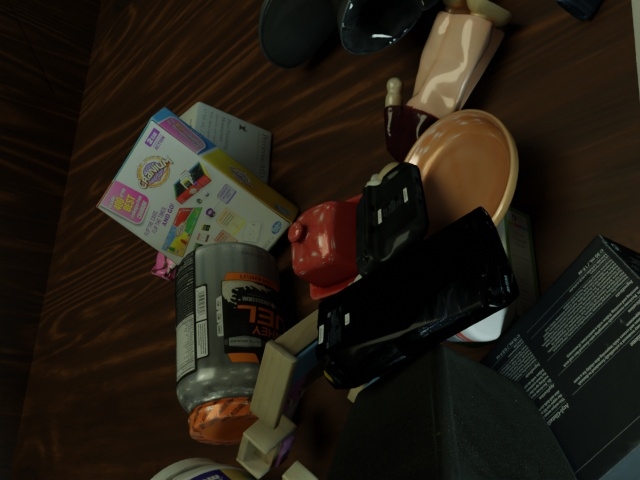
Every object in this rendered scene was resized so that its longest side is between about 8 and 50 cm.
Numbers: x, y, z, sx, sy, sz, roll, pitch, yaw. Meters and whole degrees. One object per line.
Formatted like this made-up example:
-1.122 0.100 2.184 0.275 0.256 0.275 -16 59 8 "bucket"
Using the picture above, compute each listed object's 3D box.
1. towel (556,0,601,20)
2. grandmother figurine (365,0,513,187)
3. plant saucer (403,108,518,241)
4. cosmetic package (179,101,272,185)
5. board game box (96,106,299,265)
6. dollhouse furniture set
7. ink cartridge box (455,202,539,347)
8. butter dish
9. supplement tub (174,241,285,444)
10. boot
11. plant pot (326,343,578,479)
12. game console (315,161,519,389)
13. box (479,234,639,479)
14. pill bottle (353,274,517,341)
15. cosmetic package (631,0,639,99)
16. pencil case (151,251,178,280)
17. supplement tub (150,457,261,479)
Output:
0.340 -0.342 0.861 0.029 0.067 0.120 44 111 50 "towel"
0.163 -0.181 1.014 0.343 0.104 0.208 -66 28 13 "grandmother figurine"
0.174 -0.069 0.885 0.200 0.037 0.200 -29 52 44 "plant saucer"
-0.220 -0.167 1.449 0.151 0.183 0.151 -23 57 48 "cosmetic package"
-0.236 -0.063 1.323 0.242 0.316 0.064 -47 10 30 "board game box"
0.077 0.262 0.959 0.303 0.198 0.287 34 130 23 "dollhouse furniture set"
0.210 0.021 0.882 0.109 0.062 0.209 -28 54 46 "ink cartridge box"
0.000 0.000 1.131 0.159 0.118 0.160 -23 57 47 "butter dish"
-0.155 0.177 1.199 0.193 0.193 0.316 -38 48 39 "supplement tub"
0.037 -0.393 1.166 0.367 0.146 0.445 -55 28 22 "boot"
0.118 0.213 0.659 0.187 0.188 0.167 -44 31 37 "plant pot"
0.095 0.004 0.792 0.213 0.044 0.361 -32 25 20 "game console"
0.273 0.157 0.701 0.261 0.103 0.184 -54 35 25 "box"
0.126 0.066 0.826 0.193 0.108 0.108 -10 67 52 "pill bottle"
0.376 -0.175 0.713 0.060 0.098 0.239 -20 59 51 "cosmetic package"
-0.323 -0.008 1.603 0.098 0.095 0.210 -62 -11 -89 "pencil case"
-0.126 0.470 0.989 0.331 0.241 0.241 11 84 55 "supplement tub"
